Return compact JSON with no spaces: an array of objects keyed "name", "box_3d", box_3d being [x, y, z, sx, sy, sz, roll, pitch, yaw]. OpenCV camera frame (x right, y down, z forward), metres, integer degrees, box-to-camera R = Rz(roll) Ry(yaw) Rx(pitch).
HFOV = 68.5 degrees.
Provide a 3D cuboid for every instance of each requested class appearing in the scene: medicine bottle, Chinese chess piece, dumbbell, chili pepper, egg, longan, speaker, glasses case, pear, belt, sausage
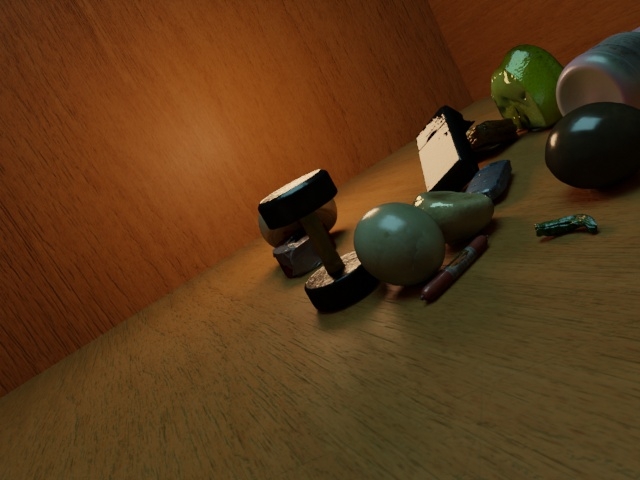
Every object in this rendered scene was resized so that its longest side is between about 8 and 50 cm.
[{"name":"medicine bottle","box_3d":[0.842,-0.448,1.294,0.301,0.241,0.241,-32,11,-14]},{"name":"Chinese chess piece","box_3d":[-0.095,-0.099,1.982,0.337,0.141,0.338,-19,-26,-10]},{"name":"dumbbell","box_3d":[0.000,0.000,1.211,0.203,0.323,0.204,-28,12,6]},{"name":"chili pepper","box_3d":[0.475,-0.028,0.904,0.117,0.035,0.055,0,43,50]},{"name":"egg","box_3d":[0.178,0.007,1.073,0.186,0.187,0.253,-33,30,-20]},{"name":"longan","box_3d":[0.583,-0.201,1.003,0.197,0.198,0.212,-30,14,-2]},{"name":"speaker","box_3d":[0.469,-0.304,1.651,0.180,0.184,0.389,-51,26,41]},{"name":"glasses case","box_3d":[0.499,-0.172,1.388,0.109,0.067,0.282,-24,11,37]},{"name":"pear","box_3d":[0.816,-0.602,1.819,0.238,0.318,0.342,-33,11,4]},{"name":"belt","box_3d":[-0.060,0.028,1.780,0.227,0.115,0.324,-29,12,9]},{"name":"sausage","box_3d":[0.289,0.055,0.998,0.253,0.034,0.034,-36,13,-32]}]

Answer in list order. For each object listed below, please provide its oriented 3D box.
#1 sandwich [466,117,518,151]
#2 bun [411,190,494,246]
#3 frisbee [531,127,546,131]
[{"name":"sandwich","box_3d":[0.639,-0.406,1.911,0.248,0.095,0.273,-17,1,-36]},{"name":"bun","box_3d":[0.328,-0.054,1.180,0.222,0.128,0.222,1,12,0]},{"name":"frisbee","box_3d":[0.870,-0.448,1.813,0.110,0.014,0.110,-29,10,6]}]
